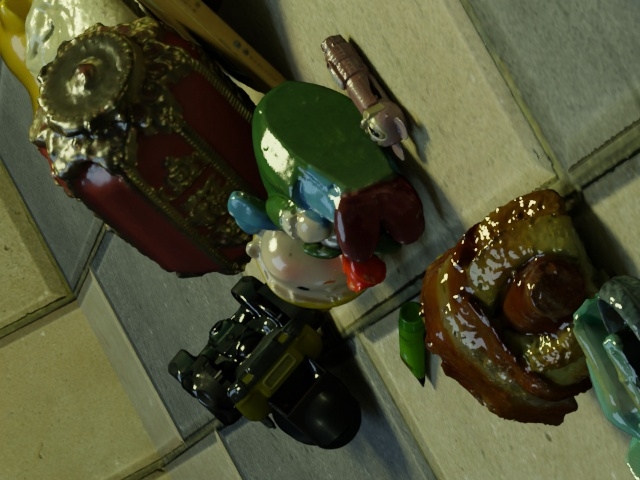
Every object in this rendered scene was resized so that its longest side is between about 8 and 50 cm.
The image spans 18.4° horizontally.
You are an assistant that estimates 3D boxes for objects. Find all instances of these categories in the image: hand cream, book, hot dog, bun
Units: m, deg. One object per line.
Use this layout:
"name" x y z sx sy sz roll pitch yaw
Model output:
"hand cream" 0.080 0.088 1.709 0.036 0.023 0.122 52 166 24
"book" -0.201 -0.270 1.710 0.389 0.032 0.269 42 177 -32
"hot dog" 0.128 0.053 1.322 0.146 0.103 0.213 60 164 13
"bun" -0.215 -0.178 1.956 0.231 0.133 0.231 54 -179 -1

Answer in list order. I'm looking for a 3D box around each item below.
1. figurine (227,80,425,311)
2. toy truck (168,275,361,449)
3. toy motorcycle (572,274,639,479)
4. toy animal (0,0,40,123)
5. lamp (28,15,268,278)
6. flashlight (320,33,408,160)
"figurine" 0.014 -0.003 1.605 0.185 0.127 0.234 42 146 34
"toy truck" -0.048 0.139 2.036 0.165 0.147 0.224 42 172 -12
"toy motorcycle" 0.244 0.149 1.134 0.296 0.109 0.198 59 175 6
"toy animal" -0.288 -0.182 2.254 0.230 0.156 0.156 60 166 -4
"lamp" -0.137 -0.079 1.752 0.177 0.177 0.274 49 -175 41
"flashlight" 0.032 -0.109 1.495 0.110 0.031 0.052 56 165 22
